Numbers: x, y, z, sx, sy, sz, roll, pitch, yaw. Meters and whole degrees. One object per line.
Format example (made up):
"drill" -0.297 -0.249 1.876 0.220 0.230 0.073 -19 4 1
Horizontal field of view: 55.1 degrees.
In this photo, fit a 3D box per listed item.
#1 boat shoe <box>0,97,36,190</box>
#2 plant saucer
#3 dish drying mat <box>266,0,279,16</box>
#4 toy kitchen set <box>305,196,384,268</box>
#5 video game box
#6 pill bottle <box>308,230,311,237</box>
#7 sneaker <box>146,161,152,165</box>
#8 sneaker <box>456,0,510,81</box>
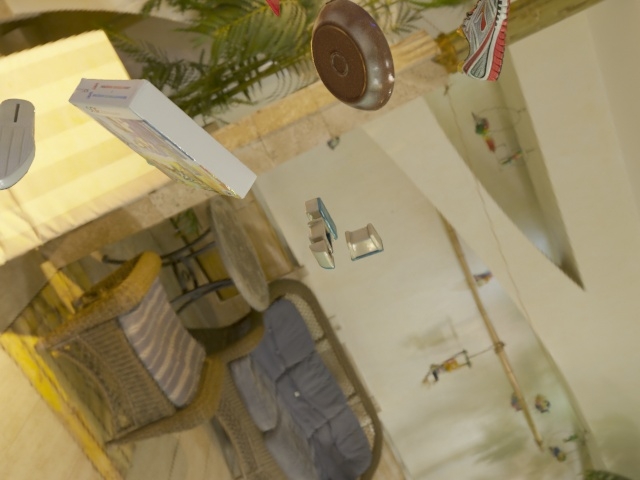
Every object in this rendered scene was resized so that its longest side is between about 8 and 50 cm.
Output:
"boat shoe" -0.731 -0.209 1.463 0.335 0.121 0.119 -102 -160 -47
"plant saucer" 0.043 -0.305 1.040 0.199 0.036 0.198 40 -31 30
"dish drying mat" -0.067 -0.318 0.783 0.083 0.008 0.032 16 72 -78
"toy kitchen set" 0.065 -0.019 1.534 0.207 0.166 0.122 -97 163 -47
"video game box" -0.214 -0.139 0.831 0.187 0.048 0.205 19 -15 47
"pill bottle" 0.000 0.000 1.790 0.083 0.043 0.043 49 16 -48
"sneaker" -0.432 -0.285 1.643 0.076 0.166 0.065 34 4 43
"sneaker" 0.303 -0.415 1.143 0.088 0.093 0.225 -41 137 -70
